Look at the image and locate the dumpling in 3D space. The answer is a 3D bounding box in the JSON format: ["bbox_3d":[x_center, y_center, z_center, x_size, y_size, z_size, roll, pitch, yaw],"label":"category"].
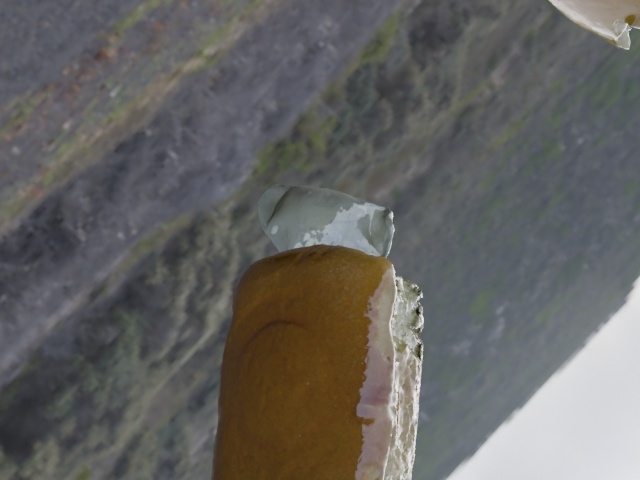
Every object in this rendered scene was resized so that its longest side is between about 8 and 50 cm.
[{"bbox_3d":[-0.002,0.000,1.654,0.100,0.169,0.134,179,-75,-79],"label":"dumpling"}]

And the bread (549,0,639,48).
[{"bbox_3d":[0.357,-0.335,1.410,0.211,0.224,0.183,-3,-118,36],"label":"bread"}]

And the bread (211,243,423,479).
[{"bbox_3d":[0.000,0.128,1.049,0.174,0.121,0.245,-4,-108,45],"label":"bread"}]
